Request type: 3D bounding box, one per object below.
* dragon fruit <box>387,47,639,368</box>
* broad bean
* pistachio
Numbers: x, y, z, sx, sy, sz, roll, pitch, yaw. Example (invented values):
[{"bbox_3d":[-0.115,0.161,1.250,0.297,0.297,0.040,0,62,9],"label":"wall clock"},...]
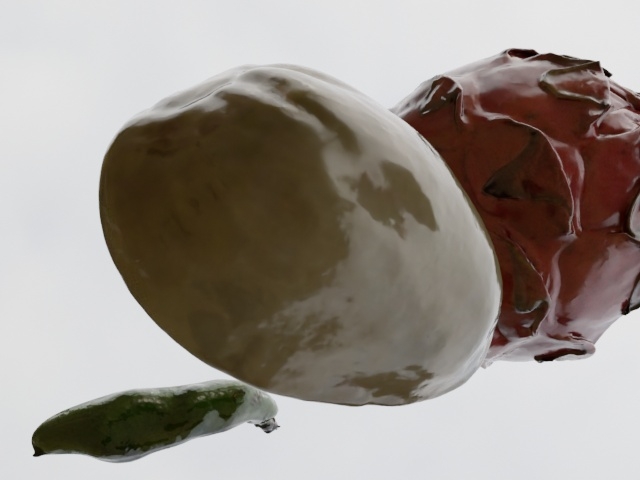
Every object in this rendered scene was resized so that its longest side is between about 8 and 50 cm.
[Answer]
[{"bbox_3d":[0.102,-0.013,0.749,0.210,0.172,0.172,-18,-99,3],"label":"dragon fruit"},{"bbox_3d":[-0.116,0.135,1.055,0.046,0.195,0.061,-116,-148,-43],"label":"broad bean"},{"bbox_3d":[0.000,0.000,0.543,0.108,0.185,0.126,-13,-123,55],"label":"pistachio"}]
